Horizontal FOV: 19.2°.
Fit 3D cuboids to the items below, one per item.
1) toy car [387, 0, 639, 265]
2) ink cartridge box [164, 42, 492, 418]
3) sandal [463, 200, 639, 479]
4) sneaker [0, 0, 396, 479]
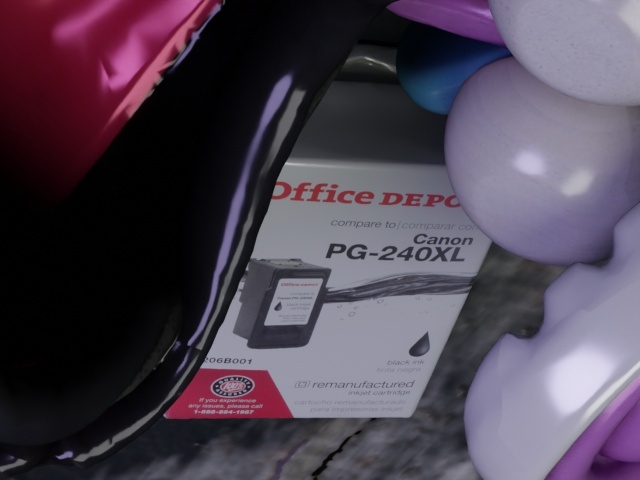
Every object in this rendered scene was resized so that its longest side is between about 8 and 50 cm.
[{"bbox_3d":[0.074,-0.096,0.594,0.136,0.159,0.182,24,144,11],"label":"toy car"},{"bbox_3d":[0.000,0.000,0.726,0.109,0.063,0.150,2,138,-17],"label":"ink cartridge box"},{"bbox_3d":[0.221,-0.040,0.547,0.416,0.102,0.169,-45,156,20],"label":"sandal"},{"bbox_3d":[-0.145,-0.006,0.572,0.185,0.202,0.483,20,129,-32],"label":"sneaker"}]
